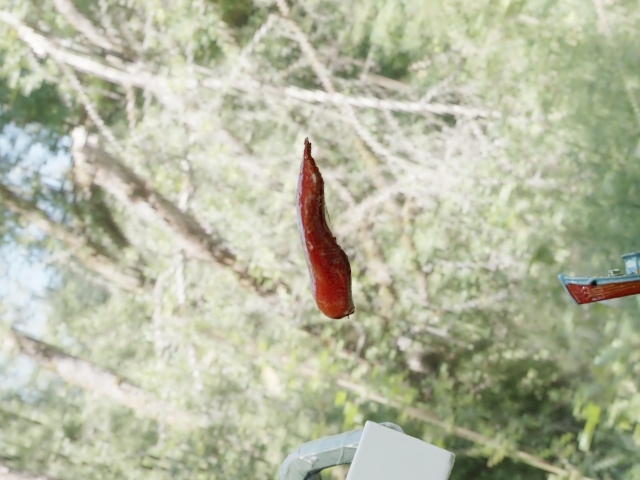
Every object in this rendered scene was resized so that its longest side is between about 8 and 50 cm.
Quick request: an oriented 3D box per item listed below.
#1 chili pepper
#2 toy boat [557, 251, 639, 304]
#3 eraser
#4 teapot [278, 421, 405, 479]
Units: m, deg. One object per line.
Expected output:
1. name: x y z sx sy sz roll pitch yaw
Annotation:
1. chili pepper: 0.000 0.000 0.871 0.178 0.027 0.045 81 163 -44
2. toy boat: 0.414 0.050 1.686 0.069 0.172 0.059 139 121 -83
3. eraser: 0.021 0.296 0.964 0.076 0.078 0.298 72 -142 -80
4. teapot: 0.042 0.323 1.322 0.222 0.178 0.163 58 -140 -35
